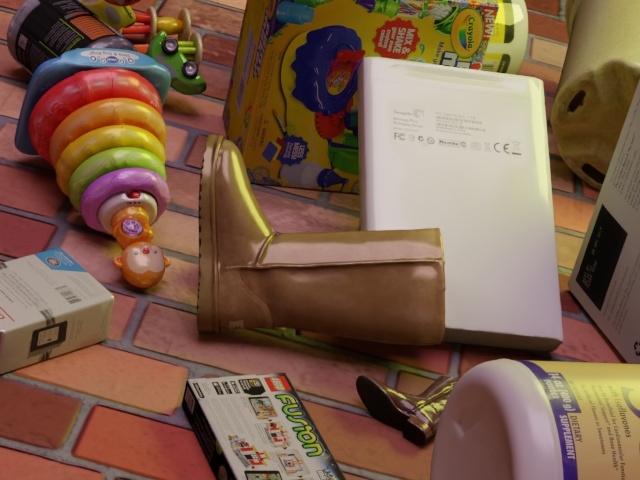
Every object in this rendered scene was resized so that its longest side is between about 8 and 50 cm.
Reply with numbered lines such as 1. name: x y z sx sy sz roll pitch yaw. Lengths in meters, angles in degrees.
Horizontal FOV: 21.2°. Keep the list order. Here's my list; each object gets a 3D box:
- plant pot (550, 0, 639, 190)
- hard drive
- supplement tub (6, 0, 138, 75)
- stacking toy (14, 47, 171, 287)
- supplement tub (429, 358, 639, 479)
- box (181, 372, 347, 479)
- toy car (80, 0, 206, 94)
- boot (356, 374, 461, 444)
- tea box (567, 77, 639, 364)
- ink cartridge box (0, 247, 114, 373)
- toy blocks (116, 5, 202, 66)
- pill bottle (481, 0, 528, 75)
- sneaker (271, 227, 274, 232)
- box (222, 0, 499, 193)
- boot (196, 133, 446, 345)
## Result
1. plant pot: 0.465 -0.229 2.381 0.334 0.334 0.305 21 43 11
2. hard drive: 0.162 -0.046 2.024 0.233 0.047 0.353 6 62 -13
3. supplement tub: -0.313 -0.237 2.222 0.117 0.117 0.190 -16 43 -39
4. stacking toy: -0.237 -0.066 1.984 0.175 0.166 0.302 1 49 -27
5. supplement tub: 0.293 0.235 1.605 0.331 0.241 0.241 3 33 -18
6. box: -0.052 0.211 1.696 0.114 0.036 0.207 -1 35 -25
7. toy car: -0.239 -0.273 2.254 0.053 0.239 0.225 -41 92 -14
8. boot: 0.107 0.163 1.837 0.106 0.037 0.114 42 42 17
9. tea box: 0.517 -0.021 2.019 0.323 0.329 0.220 -2 35 -24
10. ink cartridge box: -0.319 0.076 1.776 0.180 0.060 0.104 -17 44 -41
11. toy blocks: -0.250 -0.284 2.384 0.148 0.054 0.123 -1 36 -21
12. pill bottle: 0.110 -0.301 2.431 0.334 0.188 0.188 0 34 -24
13. sneaker: -0.069 0.040 1.958 0.051 0.070 0.134 -10 68 -48
14. box: 0.044 -0.228 2.189 0.279 0.290 0.177 5 33 -15
15. boot: 0.000 0.000 1.892 0.269 0.236 0.089 0 -10 -2
